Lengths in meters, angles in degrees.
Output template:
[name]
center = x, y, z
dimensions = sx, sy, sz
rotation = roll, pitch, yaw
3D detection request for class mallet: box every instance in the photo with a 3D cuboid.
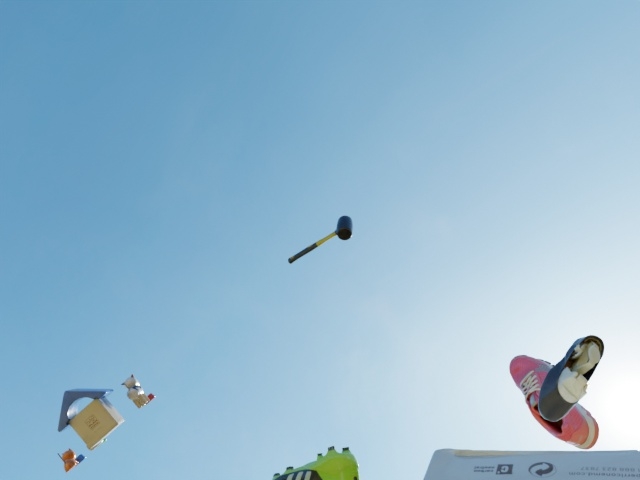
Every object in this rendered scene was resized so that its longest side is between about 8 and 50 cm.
[mallet]
center = 0.000, 0.000, 1.383
dimensions = 0.189, 0.062, 0.039
rotation = -28, -63, 29

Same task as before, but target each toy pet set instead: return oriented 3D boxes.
[toy pet set]
center = -0.266, 0.202, 0.664
dimensions = 0.122, 0.114, 0.065
rotation = -41, -93, -13

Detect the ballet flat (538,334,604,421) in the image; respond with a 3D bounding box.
[ballet flat]
center = 0.470, 0.246, 1.063
dimensions = 0.203, 0.074, 0.074
rotation = -41, -55, -31

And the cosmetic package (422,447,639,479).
[cosmetic package]
center = 0.306, 0.539, 0.757
dimensions = 0.329, 0.327, 0.394
rotation = -9, -78, 26

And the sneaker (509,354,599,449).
[sneaker]
center = 0.597, 0.412, 1.536
dimensions = 0.136, 0.314, 0.116
rotation = 16, -67, -31

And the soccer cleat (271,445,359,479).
[soccer cleat]
center = -0.015, 0.325, 0.740
dimensions = 0.060, 0.072, 0.179
rotation = 16, -43, -35
